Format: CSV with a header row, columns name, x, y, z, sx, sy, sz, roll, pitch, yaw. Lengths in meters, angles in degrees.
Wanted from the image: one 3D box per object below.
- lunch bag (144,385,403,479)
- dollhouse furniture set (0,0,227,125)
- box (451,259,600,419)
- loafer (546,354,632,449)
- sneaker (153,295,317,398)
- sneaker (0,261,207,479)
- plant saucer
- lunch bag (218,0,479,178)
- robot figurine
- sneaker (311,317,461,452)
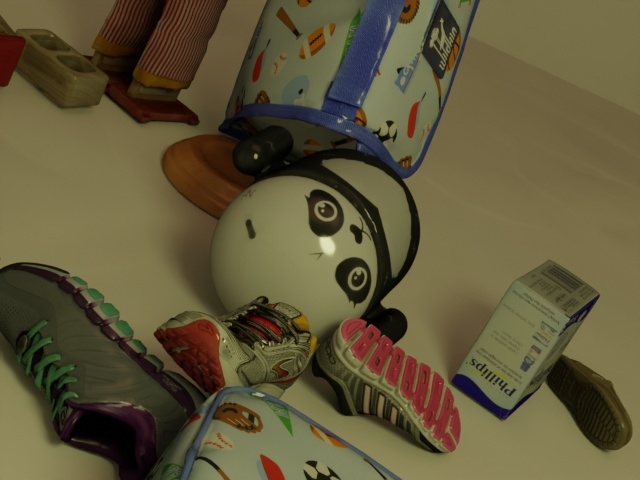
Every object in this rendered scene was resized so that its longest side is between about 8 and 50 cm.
name,x,y,z,sx,sy,sz,roll,pitch,yaw
lunch bag,-0.017,0.235,0.740,0.243,0.115,0.303,36,22,-6
dollhouse furniture set,-0.270,-0.258,1.425,0.152,0.201,0.374,38,24,25
box,0.218,0.103,1.271,0.072,0.137,0.126,36,24,18
loafer,0.304,0.175,1.320,0.050,0.056,0.148,9,28,-26
sneaker,-0.061,0.079,0.958,0.088,0.092,0.225,42,0,14
sneaker,-0.186,0.098,0.904,0.224,0.083,0.098,34,28,15
plant saucer,-0.091,-0.072,1.438,0.200,0.037,0.200,23,23,-11
lunch bag,0.050,-0.246,1.438,0.239,0.327,0.385,22,-6,-8
robot figurine,0.003,0.001,1.201,0.209,0.173,0.278,22,20,14
sneaker,0.058,0.141,1.109,0.170,0.075,0.063,42,44,-21
